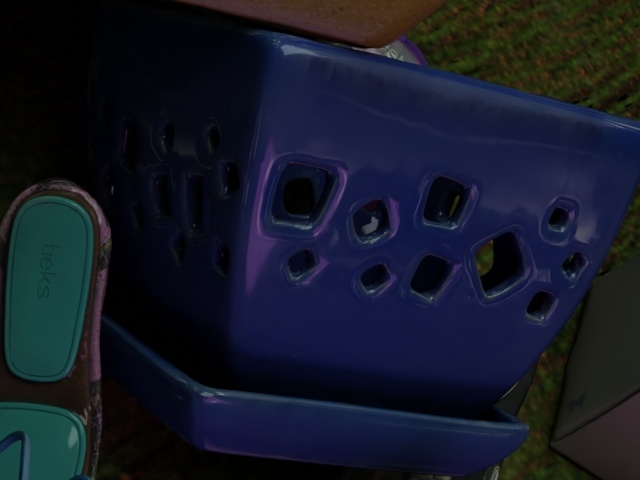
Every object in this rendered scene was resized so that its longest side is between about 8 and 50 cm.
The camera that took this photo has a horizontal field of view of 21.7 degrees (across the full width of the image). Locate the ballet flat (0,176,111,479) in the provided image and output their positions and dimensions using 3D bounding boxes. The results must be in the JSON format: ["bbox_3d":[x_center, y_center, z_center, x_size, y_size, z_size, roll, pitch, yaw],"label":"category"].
[{"bbox_3d":[-0.147,0.078,0.873,0.077,0.079,0.221,8,89,0],"label":"ballet flat"}]

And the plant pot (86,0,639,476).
[{"bbox_3d":[0.000,0.000,0.909,0.236,0.236,0.212,11,97,-29],"label":"plant pot"}]

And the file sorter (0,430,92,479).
[{"bbox_3d":[-0.112,0.187,0.775,0.170,0.104,0.118,40,17,-24],"label":"file sorter"}]

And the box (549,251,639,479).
[{"bbox_3d":[0.293,0.116,1.127,0.232,0.127,0.149,33,50,-14],"label":"box"}]

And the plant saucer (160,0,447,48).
[{"bbox_3d":[-0.075,-0.163,0.870,0.332,0.333,0.081,12,96,-1],"label":"plant saucer"}]

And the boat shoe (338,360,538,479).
[{"bbox_3d":[0.076,0.127,1.024,0.233,0.084,0.079,-52,135,-49],"label":"boat shoe"}]

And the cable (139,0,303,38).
[{"bbox_3d":[-0.135,-0.205,1.039,0.287,0.072,0.139,43,47,19],"label":"cable"}]

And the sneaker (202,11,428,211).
[{"bbox_3d":[0.013,-0.122,1.116,0.236,0.095,0.104,53,41,-2],"label":"sneaker"}]

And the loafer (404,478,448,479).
[{"bbox_3d":[0.034,0.178,0.851,0.094,0.251,0.087,-50,116,-22],"label":"loafer"}]
